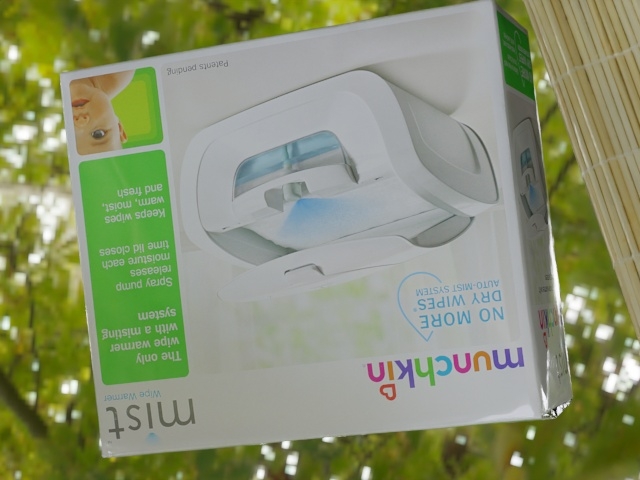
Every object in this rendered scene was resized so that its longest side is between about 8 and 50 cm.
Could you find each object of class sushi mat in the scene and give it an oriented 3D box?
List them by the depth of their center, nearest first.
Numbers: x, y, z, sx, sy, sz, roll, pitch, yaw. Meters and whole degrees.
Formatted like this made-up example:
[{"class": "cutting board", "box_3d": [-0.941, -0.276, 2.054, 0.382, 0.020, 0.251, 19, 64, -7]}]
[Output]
[{"class": "sushi mat", "box_3d": [0.231, -0.066, 0.997, 0.019, 0.151, 0.317, 3, -113, -56]}]

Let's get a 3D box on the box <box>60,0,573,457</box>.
[{"class": "box", "box_3d": [0.000, 0.000, 0.921, 0.262, 0.231, 0.127, -7, 177, 17]}]
